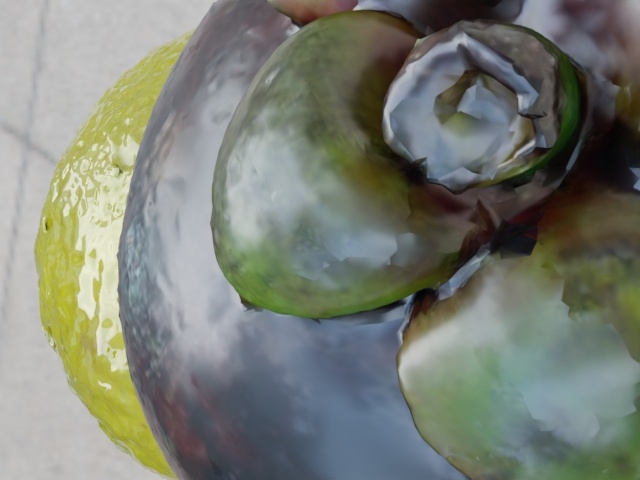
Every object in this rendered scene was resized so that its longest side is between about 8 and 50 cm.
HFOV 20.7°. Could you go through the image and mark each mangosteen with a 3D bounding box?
[{"bbox_3d":[0.061,0.003,0.620,0.300,0.300,0.300,10,104,48],"label":"mangosteen"}]

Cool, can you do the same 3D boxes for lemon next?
[{"bbox_3d":[0.000,0.000,0.907,0.322,0.268,0.268,-28,73,20],"label":"lemon"}]
